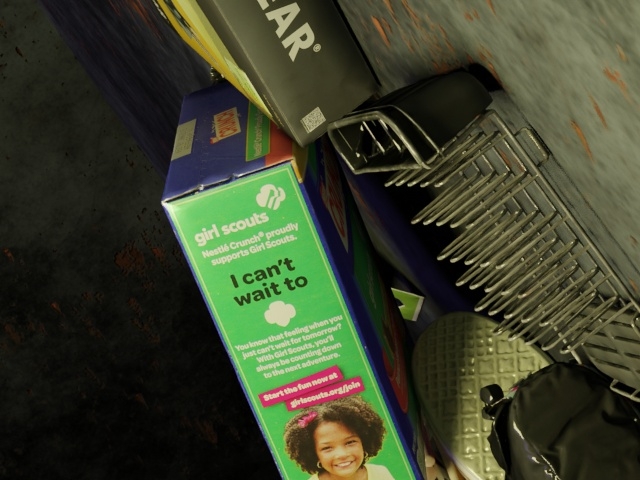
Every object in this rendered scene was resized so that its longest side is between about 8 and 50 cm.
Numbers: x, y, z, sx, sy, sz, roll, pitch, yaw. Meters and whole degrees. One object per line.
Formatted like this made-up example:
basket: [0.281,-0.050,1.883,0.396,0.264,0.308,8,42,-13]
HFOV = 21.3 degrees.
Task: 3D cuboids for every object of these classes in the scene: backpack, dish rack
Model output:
backpack: [0.194,0.164,1.299,0.152,0.115,0.182,63,175,9]
dish rack: [0.126,0.008,1.110,0.271,0.074,0.208,52,174,-7]

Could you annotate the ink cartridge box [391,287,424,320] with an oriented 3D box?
ink cartridge box: [0.000,0.000,1.882,0.255,0.097,0.189,17,169,3]

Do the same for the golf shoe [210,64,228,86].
golf shoe: [-0.050,-0.122,1.580,0.094,0.077,0.198,-99,-11,-67]

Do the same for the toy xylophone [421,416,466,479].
toy xylophone: [0.170,0.224,1.621,0.236,0.081,0.323,53,-174,-27]

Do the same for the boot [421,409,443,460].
boot: [0.239,0.362,1.927,0.445,0.146,0.367,37,-147,-33]

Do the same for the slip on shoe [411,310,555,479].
slip on shoe: [0.200,0.195,1.438,0.331,0.123,0.101,45,175,18]

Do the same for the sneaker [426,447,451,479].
sneaker: [0.074,0.226,1.716,0.153,0.094,0.235,63,172,-27]

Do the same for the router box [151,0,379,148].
router box: [-0.101,-0.242,1.268,0.243,0.081,0.309,44,170,47]

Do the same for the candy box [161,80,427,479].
candy box: [-0.016,0.036,1.450,0.268,0.122,0.317,-89,-23,-66]
